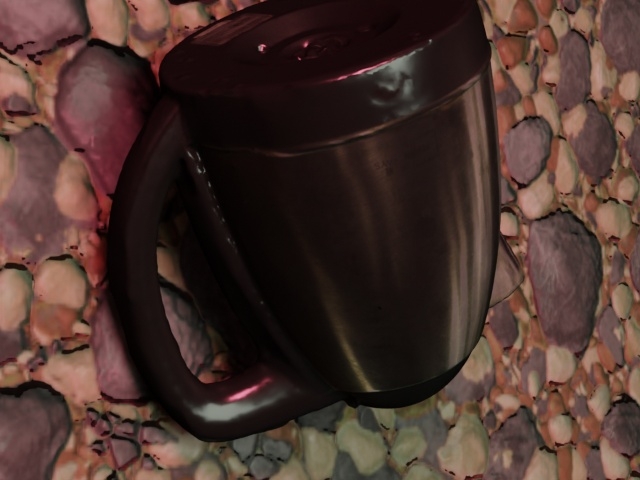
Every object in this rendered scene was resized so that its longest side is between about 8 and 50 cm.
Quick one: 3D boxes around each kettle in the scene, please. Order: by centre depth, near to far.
[{"bbox_3d":[0.017,-0.003,1.040,0.251,0.207,0.271,-43,126,-46],"label":"kettle"}]
